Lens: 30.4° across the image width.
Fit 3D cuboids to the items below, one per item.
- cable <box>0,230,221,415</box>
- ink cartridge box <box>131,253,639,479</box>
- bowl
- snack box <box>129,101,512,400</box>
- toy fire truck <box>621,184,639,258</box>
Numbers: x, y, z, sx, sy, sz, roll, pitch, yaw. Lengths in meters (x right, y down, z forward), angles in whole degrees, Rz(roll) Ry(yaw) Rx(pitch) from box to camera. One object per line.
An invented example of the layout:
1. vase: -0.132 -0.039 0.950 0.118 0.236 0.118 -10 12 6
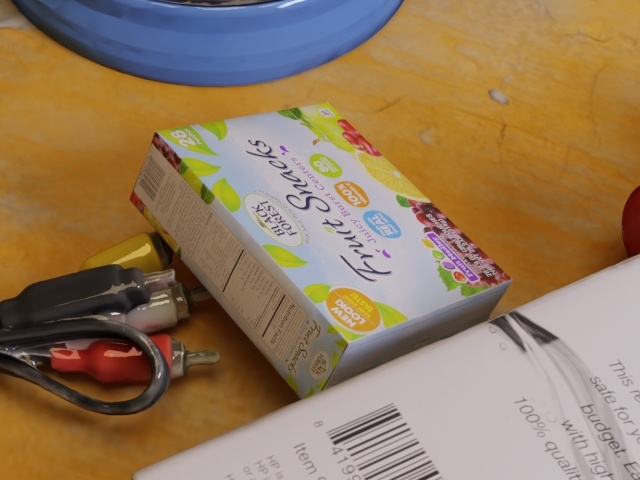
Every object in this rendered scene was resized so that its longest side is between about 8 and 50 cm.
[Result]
1. cable: -0.207 0.073 0.790 0.287 0.072 0.140 -12 62 0
2. ink cartridge box: 0.134 0.199 0.644 0.394 0.166 0.285 -20 58 -20
3. bowl: -0.101 -0.304 1.061 0.391 0.077 0.391 3 53 -4
4. snack box: 0.000 0.000 0.810 0.174 0.070 0.207 -15 51 -44
5. toy fire truck: 0.381 0.013 0.830 0.302 0.169 0.254 -31 88 -37
